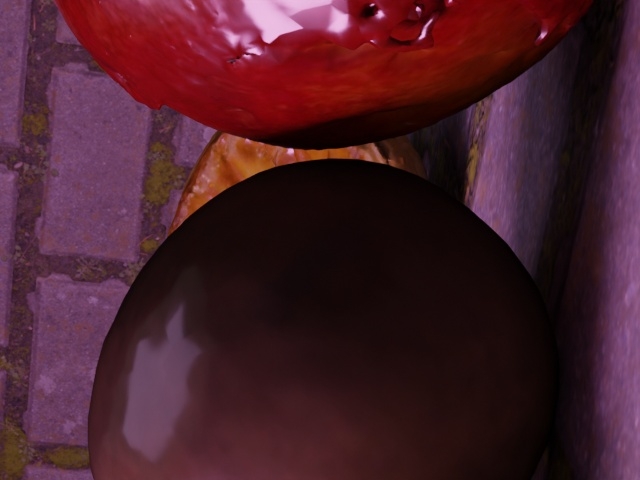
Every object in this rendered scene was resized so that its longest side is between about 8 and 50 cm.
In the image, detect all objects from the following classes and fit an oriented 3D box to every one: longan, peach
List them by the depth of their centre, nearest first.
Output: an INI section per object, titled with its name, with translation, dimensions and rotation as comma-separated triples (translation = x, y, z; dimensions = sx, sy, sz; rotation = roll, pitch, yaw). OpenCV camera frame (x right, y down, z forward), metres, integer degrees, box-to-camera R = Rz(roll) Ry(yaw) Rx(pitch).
[peach]
translation = 0.019, -0.239, 0.733
dimensions = 0.353, 0.339, 0.416
rotation = 52, 151, 24
[longan]
translation = 0.002, 0.080, 0.802
dimensions = 0.258, 0.258, 0.258
rotation = -173, 90, -85

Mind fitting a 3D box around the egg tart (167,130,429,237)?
[egg tart]
translation = -0.004, 0.026, 1.232
dimensions = 0.341, 0.132, 0.341
rotation = -14, 70, 42
